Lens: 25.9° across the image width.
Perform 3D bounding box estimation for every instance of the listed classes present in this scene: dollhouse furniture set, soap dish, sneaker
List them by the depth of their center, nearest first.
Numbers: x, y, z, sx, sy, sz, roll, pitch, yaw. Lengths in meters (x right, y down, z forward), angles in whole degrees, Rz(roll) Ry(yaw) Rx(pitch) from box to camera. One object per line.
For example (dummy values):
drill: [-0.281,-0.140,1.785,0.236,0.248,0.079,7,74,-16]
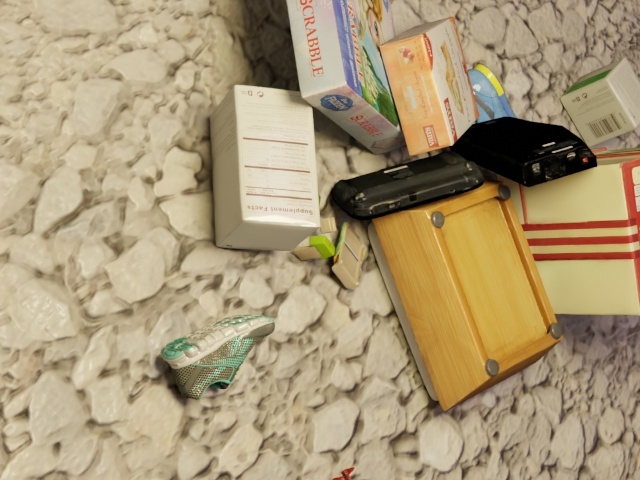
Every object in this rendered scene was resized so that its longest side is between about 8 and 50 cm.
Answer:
sneaker: [-0.117,0.138,1.660,0.166,0.065,0.076,-23,107,-42]
dollhouse furniture set: [0.000,0.000,1.835,0.151,0.059,0.076,52,36,-42]
soap dish: [0.207,0.063,1.934,0.229,0.118,0.290,-19,89,-45]
sneaker: [0.264,-0.167,2.121,0.082,0.069,0.209,-42,113,-14]

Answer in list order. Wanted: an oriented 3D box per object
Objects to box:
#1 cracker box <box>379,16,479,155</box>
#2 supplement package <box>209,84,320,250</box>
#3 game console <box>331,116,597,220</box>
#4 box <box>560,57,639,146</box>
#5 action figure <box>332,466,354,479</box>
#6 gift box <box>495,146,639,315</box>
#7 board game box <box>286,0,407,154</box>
cracker box: [0.158,-0.221,1.953,0.232,0.067,0.155,-44,120,-67]
supplement package: [-0.071,-0.087,1.727,0.105,0.105,0.179,4,71,-23]
game console: [0.185,-0.100,1.917,0.361,0.213,0.044,-16,111,-18]
box: [0.474,-0.228,2.301,0.087,0.101,0.102,-42,104,-44]
action figure: [0.055,0.344,1.753,0.038,0.030,0.115,-34,100,-49]
gift box: [0.419,-0.038,2.065,0.255,0.258,0.276,-9,93,-43]
board game box: [0.031,-0.304,1.847,0.318,0.066,0.318,26,54,-69]
